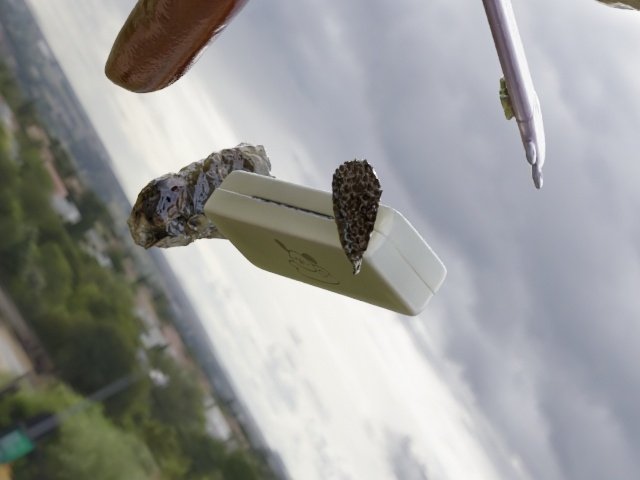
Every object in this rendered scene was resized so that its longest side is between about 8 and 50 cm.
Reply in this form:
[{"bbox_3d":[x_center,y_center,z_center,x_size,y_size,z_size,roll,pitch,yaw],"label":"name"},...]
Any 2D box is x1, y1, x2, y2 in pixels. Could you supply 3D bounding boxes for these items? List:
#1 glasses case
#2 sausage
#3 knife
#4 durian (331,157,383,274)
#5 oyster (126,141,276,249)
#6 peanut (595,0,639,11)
[{"bbox_3d":[0.000,0.000,1.781,0.313,0.070,0.131,16,-26,48],"label":"glasses case"},{"bbox_3d":[-0.137,-0.216,1.472,0.083,0.089,0.300,48,-30,-1],"label":"sausage"},{"bbox_3d":[0.205,-0.221,1.690,0.398,0.038,0.132,67,19,-46],"label":"knife"},{"bbox_3d":[0.031,-0.030,1.568,0.066,0.052,0.130,125,-33,-64],"label":"durian"},{"bbox_3d":[-0.176,-0.056,2.200,0.107,0.233,0.161,61,8,-64],"label":"oyster"},{"bbox_3d":[0.320,-0.239,0.897,0.192,0.387,0.169,67,23,-10],"label":"peanut"}]
